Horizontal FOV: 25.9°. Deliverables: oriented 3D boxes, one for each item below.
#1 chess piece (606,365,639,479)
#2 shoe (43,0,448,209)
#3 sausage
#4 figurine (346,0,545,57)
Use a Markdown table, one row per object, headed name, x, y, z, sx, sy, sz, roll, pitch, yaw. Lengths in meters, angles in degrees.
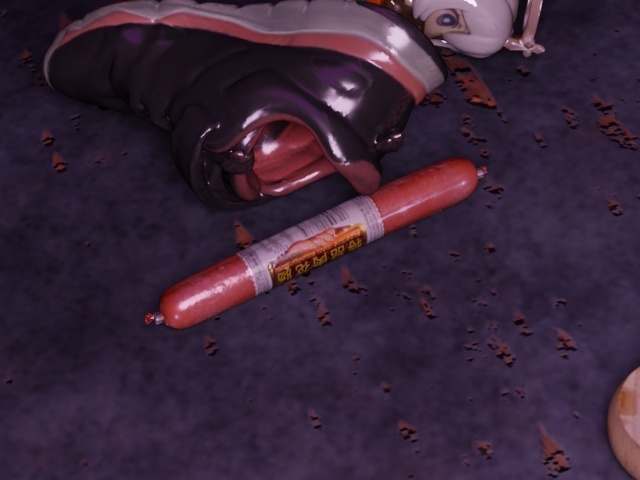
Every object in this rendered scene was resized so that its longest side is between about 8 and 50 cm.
| name | x | y | z | sx | sy | sz | roll | pitch | yaw |
| --- | --- | --- | --- | --- | --- | --- | --- | --- | --- |
| chess piece | 0.206 | 0.105 | 0.795 | 0.083 | 0.038 | 0.084 | -4 | 52 | 4 |
| shoe | -0.060 | -0.086 | 0.945 | 0.291 | 0.114 | 0.137 | 6 | 70 | 26 |
| sausage | 0.000 | 0.000 | 0.908 | 0.253 | 0.034 | 0.034 | -25 | 52 | -14 |
| figurine | 0.094 | -0.186 | 1.011 | 0.153 | 0.132 | 0.132 | 13 | 51 | 1 |
